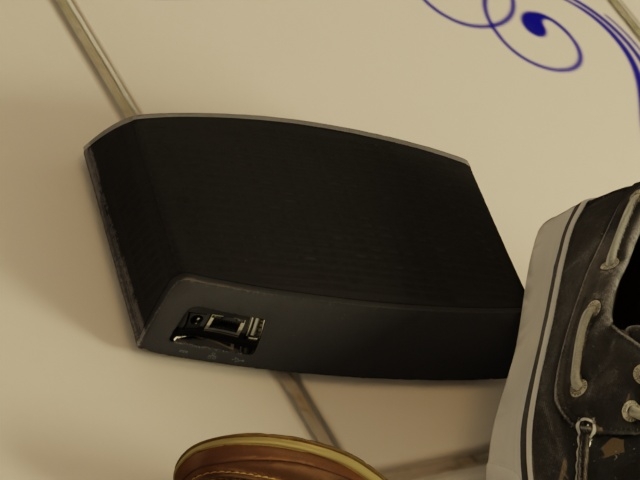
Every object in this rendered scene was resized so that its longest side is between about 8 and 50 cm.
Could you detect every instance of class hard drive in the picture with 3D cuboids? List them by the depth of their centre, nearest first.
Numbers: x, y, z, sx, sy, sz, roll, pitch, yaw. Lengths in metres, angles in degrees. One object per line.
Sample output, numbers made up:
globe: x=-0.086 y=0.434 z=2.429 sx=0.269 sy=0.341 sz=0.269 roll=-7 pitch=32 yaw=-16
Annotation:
hard drive: x=0.000 y=0.000 z=1.161 sx=0.254 sy=0.054 sz=0.172 roll=6 pitch=45 yaw=-29

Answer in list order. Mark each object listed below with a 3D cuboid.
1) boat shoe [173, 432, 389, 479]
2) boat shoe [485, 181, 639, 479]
boat shoe: x=0.010 y=0.149 z=0.999 sx=0.178 sy=0.064 sz=0.060 roll=22 pitch=37 yaw=-16
boat shoe: x=0.170 y=0.089 z=1.102 sx=0.108 sy=0.102 sz=0.301 roll=36 pitch=46 yaw=-25
